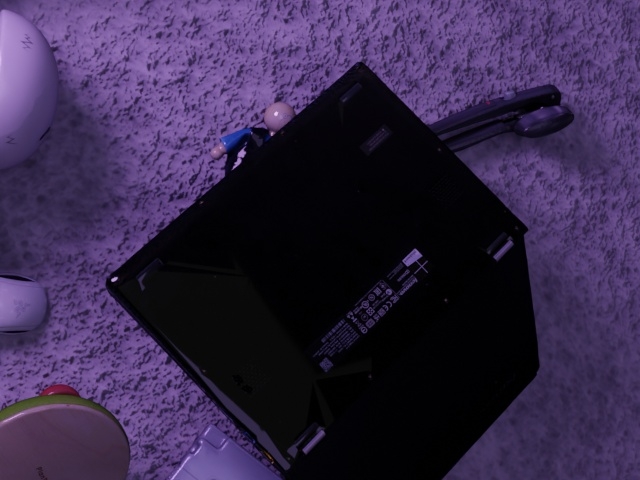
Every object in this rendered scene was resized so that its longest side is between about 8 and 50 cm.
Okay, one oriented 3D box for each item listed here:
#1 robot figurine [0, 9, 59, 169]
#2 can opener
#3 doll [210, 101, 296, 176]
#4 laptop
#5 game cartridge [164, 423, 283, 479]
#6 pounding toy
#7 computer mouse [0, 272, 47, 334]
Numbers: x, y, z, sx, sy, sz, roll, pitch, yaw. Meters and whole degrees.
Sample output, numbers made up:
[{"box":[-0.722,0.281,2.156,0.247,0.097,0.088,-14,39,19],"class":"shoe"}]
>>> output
[{"box":[-0.406,-0.160,1.274,0.278,0.173,0.209,6,99,-17],"class":"robot figurine"},{"box":[0.209,-0.146,1.525,0.186,0.073,0.059,-13,103,-8],"class":"can opener"},{"box":[-0.071,-0.068,1.443,0.129,0.046,0.189,21,84,-27],"class":"doll"},{"box":[0.030,0.100,1.397,0.408,0.236,0.382,46,67,3],"class":"laptop"},{"box":[-0.137,0.379,1.401,0.198,0.062,0.297,40,75,-6],"class":"game cartridge"},{"box":[-0.312,0.239,1.362,0.183,0.110,0.237,2,120,-28],"class":"pounding toy"},{"box":[-0.387,0.062,1.349,0.193,0.042,0.106,4,89,-17],"class":"computer mouse"}]
